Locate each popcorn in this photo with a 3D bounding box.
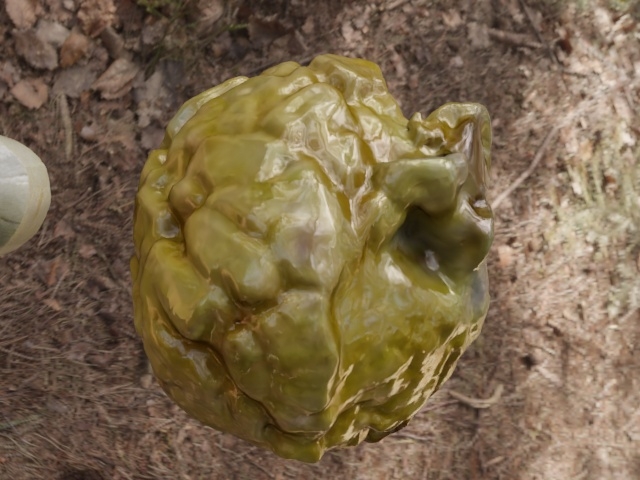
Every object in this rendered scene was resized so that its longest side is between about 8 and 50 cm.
[{"bbox_3d":[-0.015,0.013,0.805,0.390,0.344,0.354,-35,60,-26],"label":"popcorn"}]

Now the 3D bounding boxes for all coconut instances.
[{"bbox_3d":[-0.510,-0.067,1.189,0.202,0.222,0.202,0,95,3],"label":"coconut"}]
